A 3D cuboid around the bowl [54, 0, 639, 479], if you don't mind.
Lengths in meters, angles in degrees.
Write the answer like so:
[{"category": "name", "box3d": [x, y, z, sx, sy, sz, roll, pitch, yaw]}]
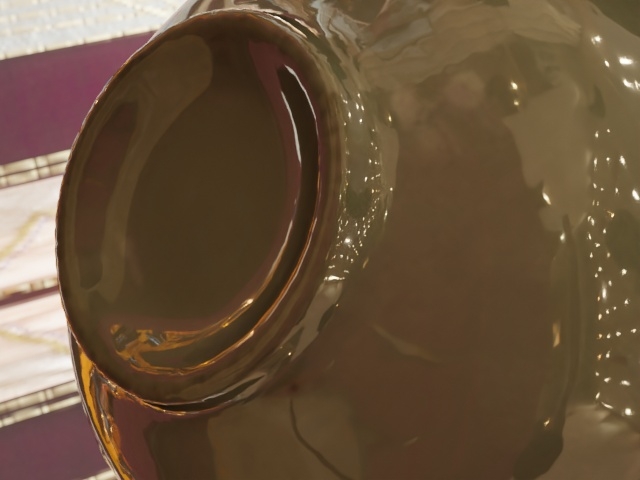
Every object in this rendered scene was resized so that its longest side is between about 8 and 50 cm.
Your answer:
[{"category": "bowl", "box3d": [0.000, 0.000, 0.447, 0.289, 0.146, 0.289, -14, -112, 37]}]
